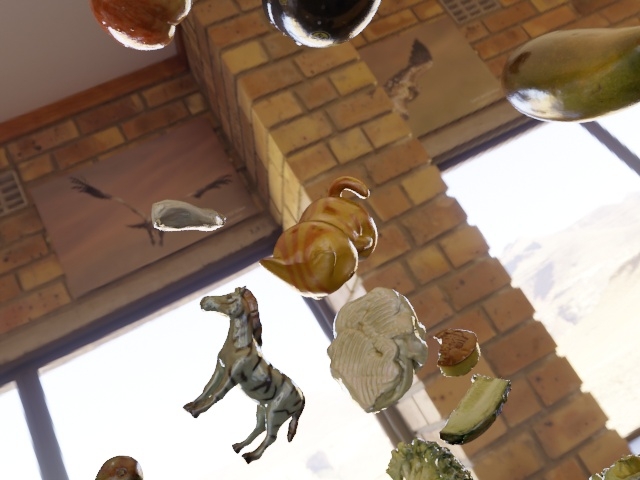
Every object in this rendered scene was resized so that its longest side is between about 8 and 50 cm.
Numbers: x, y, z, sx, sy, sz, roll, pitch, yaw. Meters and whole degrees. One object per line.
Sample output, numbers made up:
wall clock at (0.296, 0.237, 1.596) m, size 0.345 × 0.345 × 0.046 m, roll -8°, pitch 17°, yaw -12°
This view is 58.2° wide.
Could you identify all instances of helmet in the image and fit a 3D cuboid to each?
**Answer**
helmet at (0.031, -0.462, 1.028) m, size 0.230 × 0.160 × 0.279 m, roll -19°, pitch -27°, yaw -47°

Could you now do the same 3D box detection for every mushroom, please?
mushroom at (-0.432, -0.076, 1.896) m, size 0.109 × 0.097 × 0.351 m, roll -7°, pitch -7°, yaw 29°

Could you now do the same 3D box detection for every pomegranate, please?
pomegranate at (-0.504, 0.597, 1.427) m, size 0.130 × 0.130 × 0.130 m, roll -27°, pitch -18°, yaw -10°

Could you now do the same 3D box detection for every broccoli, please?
broccoli at (0.227, 0.605, 1.214) m, size 0.280 × 0.348 × 0.293 m, roll -29°, pitch -19°, yaw 10°

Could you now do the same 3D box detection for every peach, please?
peach at (-0.389, -0.519, 1.199) m, size 0.232 × 0.233 × 0.232 m, roll -27°, pitch -18°, yaw -10°

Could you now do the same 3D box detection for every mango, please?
mango at (0.301, -0.196, 0.684) m, size 0.133 × 0.111 × 0.267 m, roll 6°, pitch 9°, yaw -14°

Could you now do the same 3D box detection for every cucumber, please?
cucumber at (0.463, 0.520, 1.707) m, size 0.145 × 0.105 × 0.325 m, roll -1°, pitch 17°, yaw 37°

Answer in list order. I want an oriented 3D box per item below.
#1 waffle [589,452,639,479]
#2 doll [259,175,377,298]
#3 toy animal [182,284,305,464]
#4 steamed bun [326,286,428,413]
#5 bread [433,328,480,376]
waffle at (0.488, 0.299, 0.763) m, size 0.297 × 0.073 × 0.317 m, roll -27°, pitch -40°, yaw 1°
doll at (0.010, 0.010, 1.097) m, size 0.166 × 0.162 × 0.270 m, roll -18°, pitch 22°, yaw 25°
toy animal at (-0.126, 0.209, 0.856) m, size 0.169 × 0.255 × 0.089 m, roll -30°, pitch 15°, yaw -22°
steamed bun at (0.158, 0.300, 1.586) m, size 0.320 × 0.275 × 0.206 m, roll -59°, pitch -25°, yaw -4°
bread at (0.399, 0.317, 1.664) m, size 0.125 × 0.086 × 0.156 m, roll -20°, pitch 25°, yaw 17°
